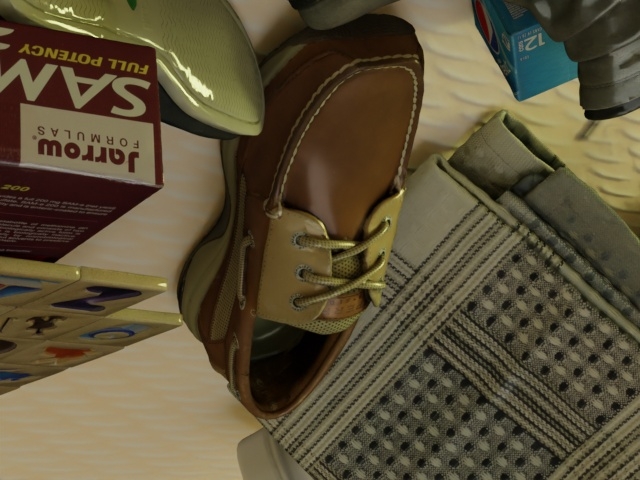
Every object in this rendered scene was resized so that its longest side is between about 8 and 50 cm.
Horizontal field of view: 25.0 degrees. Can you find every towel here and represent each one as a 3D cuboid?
[{"bbox_3d":[0.127,0.115,1.013,0.324,0.312,0.056,-48,175,28],"label":"towel"}]

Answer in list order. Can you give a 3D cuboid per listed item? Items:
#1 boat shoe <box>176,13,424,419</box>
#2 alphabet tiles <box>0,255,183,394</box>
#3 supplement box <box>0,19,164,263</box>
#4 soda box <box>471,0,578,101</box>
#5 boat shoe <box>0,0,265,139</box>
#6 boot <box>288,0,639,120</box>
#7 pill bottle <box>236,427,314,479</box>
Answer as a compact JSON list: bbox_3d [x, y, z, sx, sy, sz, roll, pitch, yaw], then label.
[{"bbox_3d":[0.000,0.000,0.904,0.123,0.120,0.324,-10,147,-23],"label":"boat shoe"},{"bbox_3d":[-0.257,0.059,0.810,0.285,0.011,0.343,9,158,-44],"label":"alphabet tiles"},{"bbox_3d":[-0.186,-0.026,0.694,0.130,0.073,0.239,6,160,-33],"label":"supplement box"},{"bbox_3d":[0.193,-0.162,0.834,0.210,0.067,0.071,-23,150,-1],"label":"soda box"},{"bbox_3d":[-0.108,-0.104,0.724,0.079,0.084,0.233,-13,161,30],"label":"boat shoe"},{"bbox_3d":[0.119,-0.126,0.747,0.247,0.083,0.161,-27,112,3],"label":"boot"},{"bbox_3d":[0.062,0.152,1.172,0.246,0.136,0.136,-29,150,9],"label":"pill bottle"}]
